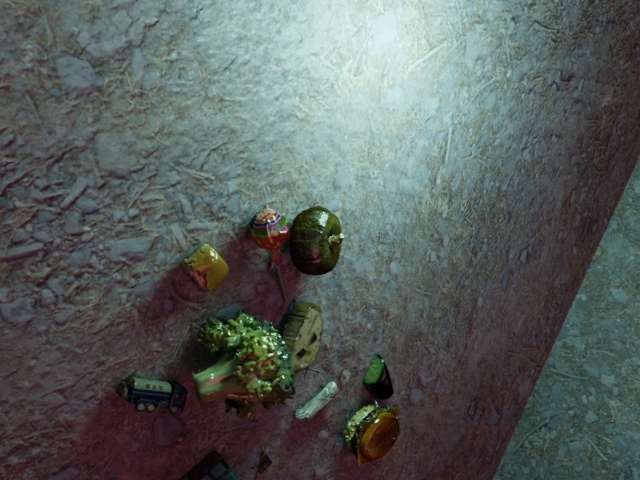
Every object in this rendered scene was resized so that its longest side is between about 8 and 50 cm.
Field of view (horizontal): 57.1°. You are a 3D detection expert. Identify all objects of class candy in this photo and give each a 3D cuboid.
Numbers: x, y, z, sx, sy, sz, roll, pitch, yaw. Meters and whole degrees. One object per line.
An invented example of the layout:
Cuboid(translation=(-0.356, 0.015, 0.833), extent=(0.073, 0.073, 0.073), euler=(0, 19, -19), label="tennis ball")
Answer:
Cuboid(translation=(-0.134, 0.057, 1.796), extent=(0.124, 0.124, 0.365), euler=(-33, 136, -26), label="candy")

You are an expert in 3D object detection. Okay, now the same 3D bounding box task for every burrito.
Cuboid(translation=(-0.009, 0.584, 2.121), extent=(0.203, 0.064, 0.064), euler=(-35, 126, -26), label="burrito")

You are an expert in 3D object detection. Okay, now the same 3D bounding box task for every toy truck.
Cuboid(translation=(-0.478, 0.435, 1.671), extent=(0.201, 0.074, 0.088), euler=(22, 84, -42), label="toy truck")

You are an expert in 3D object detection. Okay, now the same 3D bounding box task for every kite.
Cuboid(translation=(-0.205, 0.790, 2.075), extent=(0.090, 0.004, 0.122), euler=(1, 106, -40), label="kite")

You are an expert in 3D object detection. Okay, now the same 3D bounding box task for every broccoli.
Cuboid(translation=(-0.222, 0.387, 1.680), extent=(0.280, 0.348, 0.294), euler=(-13, 110, -24), label="broccoli")

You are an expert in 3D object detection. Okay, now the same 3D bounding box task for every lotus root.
Cuboid(translation=(-0.062, 0.328, 1.917), extent=(0.170, 0.074, 0.261), euler=(40, 59, -53), label="lotus root")

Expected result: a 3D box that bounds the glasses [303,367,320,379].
Cuboid(translation=(-0.056, 0.412, 1.982), extent=(0.140, 0.103, 0.063), euler=(-26, 124, -26), label="glasses")

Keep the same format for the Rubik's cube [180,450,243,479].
Cuboid(translation=(-0.318, 0.904, 1.835), extent=(0.293, 0.292, 0.287), euler=(-37, 127, -22), label="Rubik's cube")

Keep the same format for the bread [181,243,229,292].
Cuboid(translation=(-0.319, 0.080, 1.648), extent=(0.106, 0.082, 0.125), euler=(-39, 125, -13), label="bread")

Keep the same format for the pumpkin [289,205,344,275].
Cuboid(translation=(0.000, 0.000, 1.808), extent=(0.219, 0.162, 0.219), euler=(-1, 90, -67), label="pumpkin")

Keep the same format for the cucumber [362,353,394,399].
Cuboid(translation=(0.236, 0.551, 2.303), extent=(0.115, 0.085, 0.193), euler=(-44, 136, -21), label="cucumber")

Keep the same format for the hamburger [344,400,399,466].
Cuboid(translation=(0.204, 0.743, 2.305), extent=(0.261, 0.138, 0.243), euler=(-5, 112, -38), label="hamburger")
